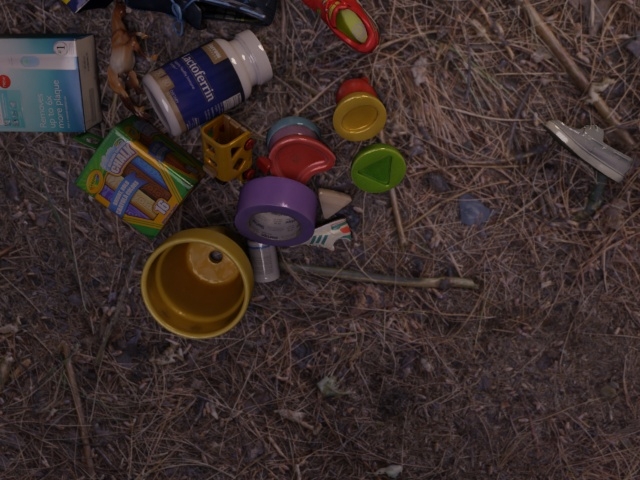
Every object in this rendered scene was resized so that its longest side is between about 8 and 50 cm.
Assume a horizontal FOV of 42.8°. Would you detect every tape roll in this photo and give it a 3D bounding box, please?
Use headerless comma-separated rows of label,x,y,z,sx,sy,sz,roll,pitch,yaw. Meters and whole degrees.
tape roll,-0.103,-0.065,1.917,0.188,0.080,0.189,5,151,3

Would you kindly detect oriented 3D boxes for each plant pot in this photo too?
plant pot,-0.275,0.074,1.963,0.253,0.239,0.254,2,110,5

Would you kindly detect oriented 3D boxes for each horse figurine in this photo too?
horse figurine,-0.440,-0.403,1.882,0.174,0.066,0.263,33,129,36

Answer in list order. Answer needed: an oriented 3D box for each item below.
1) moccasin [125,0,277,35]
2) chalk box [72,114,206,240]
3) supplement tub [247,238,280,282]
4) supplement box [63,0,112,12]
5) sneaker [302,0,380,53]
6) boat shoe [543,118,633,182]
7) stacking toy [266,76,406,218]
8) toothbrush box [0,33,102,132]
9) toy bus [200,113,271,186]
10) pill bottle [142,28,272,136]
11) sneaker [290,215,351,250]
moccasin,-0.268,-0.523,1.799,0.341,0.138,0.117,0,87,7
chalk box,-0.442,-0.174,1.925,0.289,0.180,0.179,38,108,-9
supplement tub,-0.141,0.043,2.028,0.070,0.071,0.107,-5,108,7
supplement box,-0.551,-0.692,1.749,0.195,0.194,0.357,-37,101,16
sneaker,0.030,-0.521,1.789,0.279,0.118,0.107,42,107,-9
boat shoe,0.614,-0.222,1.863,0.227,0.079,0.081,33,100,-11
stacking toy,0.041,-0.222,1.927,0.308,0.130,0.279,-27,131,17
toothbrush box,-0.680,-0.370,1.910,0.295,0.126,0.217,3,109,6
toy bus,-0.221,-0.188,1.884,0.104,0.191,0.202,-38,106,-29
pill bottle,-0.248,-0.355,1.819,0.264,0.153,0.153,-31,105,-12
sneaker,0.000,0.000,2.005,0.161,0.057,0.075,-22,100,10
